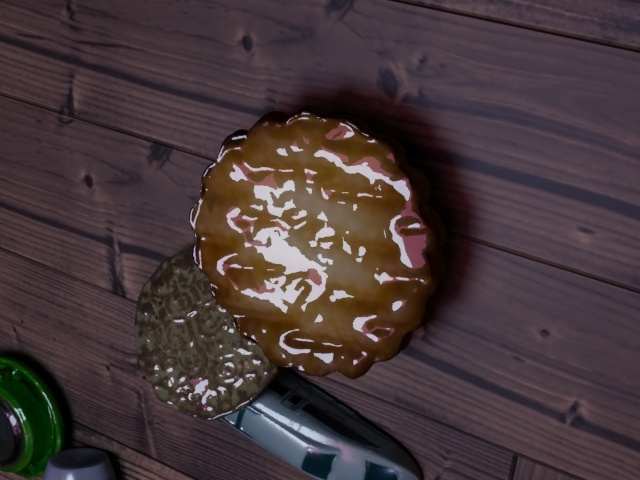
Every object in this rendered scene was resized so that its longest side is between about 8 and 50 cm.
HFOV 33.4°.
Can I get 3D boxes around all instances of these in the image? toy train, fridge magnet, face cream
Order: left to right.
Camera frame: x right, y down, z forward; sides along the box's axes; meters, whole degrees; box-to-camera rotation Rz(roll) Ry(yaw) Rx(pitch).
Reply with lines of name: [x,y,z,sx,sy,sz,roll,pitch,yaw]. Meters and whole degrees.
fridge magnet: [-0.491,0.282,1.690,0.208,0.088,0.208,11,112,29]
face cream: [-0.369,0.382,1.632,0.117,0.117,0.104,7,103,30]
toy train: [-0.057,0.226,1.398,0.407,0.088,0.086,30,121,19]

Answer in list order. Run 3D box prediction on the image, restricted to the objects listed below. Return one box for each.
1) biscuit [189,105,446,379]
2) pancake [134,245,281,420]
biscuit: [0.000,0.000,1.267,0.325,0.107,0.326,8,109,24]
pancake: [-0.145,0.114,1.383,0.212,0.029,0.235,5,80,17]
